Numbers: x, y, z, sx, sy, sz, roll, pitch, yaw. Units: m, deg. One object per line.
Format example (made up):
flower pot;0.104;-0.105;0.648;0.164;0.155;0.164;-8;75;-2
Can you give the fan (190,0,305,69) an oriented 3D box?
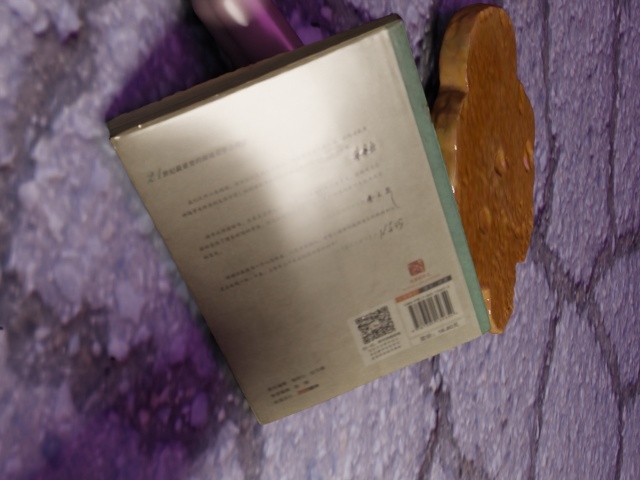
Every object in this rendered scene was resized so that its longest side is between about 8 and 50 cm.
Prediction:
fan;-0.012;-0.109;0.695;0.074;0.130;0.244;-41;119;-6

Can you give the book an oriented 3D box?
book;0.000;0.000;0.666;0.025;0.214;0.283;-113;-177;-58

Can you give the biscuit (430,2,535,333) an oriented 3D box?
biscuit;0.184;-0.075;1.030;0.269;0.051;0.376;-22;110;-56
